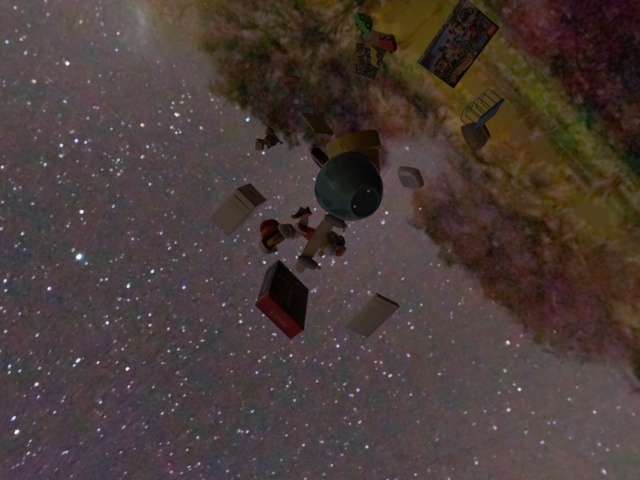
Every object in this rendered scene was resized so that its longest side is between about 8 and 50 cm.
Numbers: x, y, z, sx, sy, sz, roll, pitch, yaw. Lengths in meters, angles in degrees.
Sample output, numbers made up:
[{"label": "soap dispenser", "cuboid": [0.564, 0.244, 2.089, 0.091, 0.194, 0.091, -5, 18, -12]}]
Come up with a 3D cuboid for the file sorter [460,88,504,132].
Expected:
[{"label": "file sorter", "cuboid": [0.789, -0.642, 2.168, 0.104, 0.170, 0.118, 46, 165, 16]}]

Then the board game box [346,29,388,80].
[{"label": "board game box", "cuboid": [0.263, -1.021, 2.419, 0.164, 0.244, 0.042, 26, -171, 19]}]

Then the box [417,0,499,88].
[{"label": "box", "cuboid": [0.461, -0.658, 1.484, 0.159, 0.233, 0.044, 24, -152, -24]}]

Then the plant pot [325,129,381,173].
[{"label": "plant pot", "cuboid": [0.175, -0.361, 2.057, 0.254, 0.253, 0.239, -17, -87, -62]}]

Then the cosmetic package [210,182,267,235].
[{"label": "cosmetic package", "cuboid": [-0.425, -0.164, 2.314, 0.138, 0.224, 0.224, 46, -164, -4]}]

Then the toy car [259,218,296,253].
[{"label": "toy car", "cuboid": [-0.207, -0.033, 1.953, 0.136, 0.159, 0.182, 52, -169, 5]}]

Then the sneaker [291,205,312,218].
[{"label": "sneaker", "cuboid": [-0.099, -0.142, 2.216, 0.047, 0.119, 0.057, -43, -63, -60]}]

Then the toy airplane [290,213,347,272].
[{"label": "toy airplane", "cuboid": [0.000, 0.000, 2.793, 0.384, 0.387, 0.272, -20, -143, -19]}]

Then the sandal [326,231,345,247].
[{"label": "sandal", "cuboid": [0.074, -0.001, 2.383, 0.040, 0.067, 0.179, -9, -163, -31]}]

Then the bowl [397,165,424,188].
[{"label": "bowl", "cuboid": [0.499, -0.344, 2.467, 0.142, 0.053, 0.142, 17, 151, 41]}]

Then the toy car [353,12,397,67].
[{"label": "toy car", "cuboid": [0.224, -0.859, 1.842, 0.225, 0.053, 0.239, 52, 171, -10]}]

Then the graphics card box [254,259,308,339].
[{"label": "graphics card box", "cuboid": [-0.168, 0.262, 2.047, 0.233, 0.094, 0.371, 46, -163, -16]}]

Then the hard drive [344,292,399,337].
[{"label": "hard drive", "cuboid": [0.322, 0.473, 2.763, 0.203, 0.308, 0.040, 28, -156, -29]}]

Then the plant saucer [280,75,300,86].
[{"label": "plant saucer", "cuboid": [-0.124, -0.660, 1.834, 0.083, 0.083, 0.014, 2, -102, -56]}]

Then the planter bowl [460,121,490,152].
[{"label": "planter bowl", "cuboid": [0.838, -0.565, 2.356, 0.162, 0.109, 0.162, 33, -136, -39]}]

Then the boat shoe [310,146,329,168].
[{"label": "boat shoe", "cuboid": [0.037, -0.482, 2.807, 0.257, 0.095, 0.095, 50, 164, 6]}]

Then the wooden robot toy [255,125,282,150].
[{"label": "wooden robot toy", "cuboid": [-0.211, -0.406, 1.724, 0.076, 0.079, 0.173, 11, -153, 25]}]

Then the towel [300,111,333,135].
[{"label": "towel", "cuboid": [-0.019, -0.553, 2.090, 0.102, 0.021, 0.237, 0, -145, -21]}]

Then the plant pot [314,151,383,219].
[{"label": "plant pot", "cuboid": [0.143, -0.194, 1.811, 0.290, 0.290, 0.195, 29, -166, -33]}]
